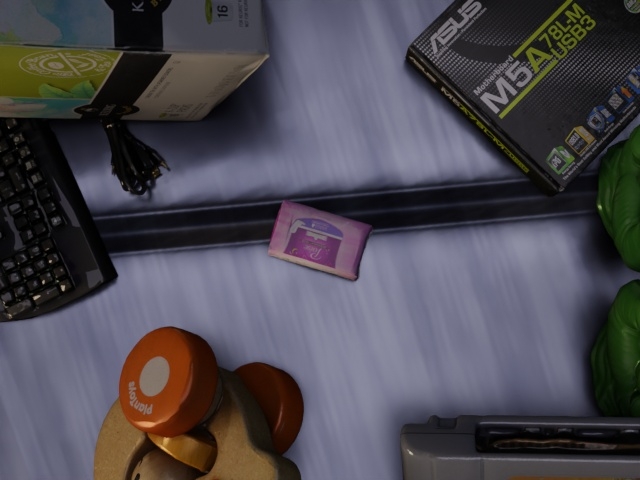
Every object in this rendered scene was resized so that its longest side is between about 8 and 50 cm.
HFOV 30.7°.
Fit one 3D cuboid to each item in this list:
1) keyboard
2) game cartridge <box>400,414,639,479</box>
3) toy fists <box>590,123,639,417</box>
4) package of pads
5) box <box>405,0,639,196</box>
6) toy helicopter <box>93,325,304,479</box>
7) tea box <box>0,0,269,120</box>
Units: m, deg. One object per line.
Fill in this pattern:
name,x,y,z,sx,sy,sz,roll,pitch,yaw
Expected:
keyboard,-0.262,-0.100,1.021,0.201,0.033,0.317,-26,86,-3
game cartridge,0.216,0.224,0.914,0.297,0.062,0.198,-1,121,9
toy fists,0.282,0.029,0.939,0.096,0.142,0.279,6,83,-17
package of pads,0.000,0.000,1.008,0.083,0.032,0.050,16,83,2
box,0.204,-0.167,1.018,0.190,0.045,0.184,-44,88,-4
toy helicopter,-0.099,0.257,0.886,0.235,0.140,0.355,-40,51,18
tea box,-0.228,-0.276,0.900,0.323,0.220,0.329,-2,83,-19
